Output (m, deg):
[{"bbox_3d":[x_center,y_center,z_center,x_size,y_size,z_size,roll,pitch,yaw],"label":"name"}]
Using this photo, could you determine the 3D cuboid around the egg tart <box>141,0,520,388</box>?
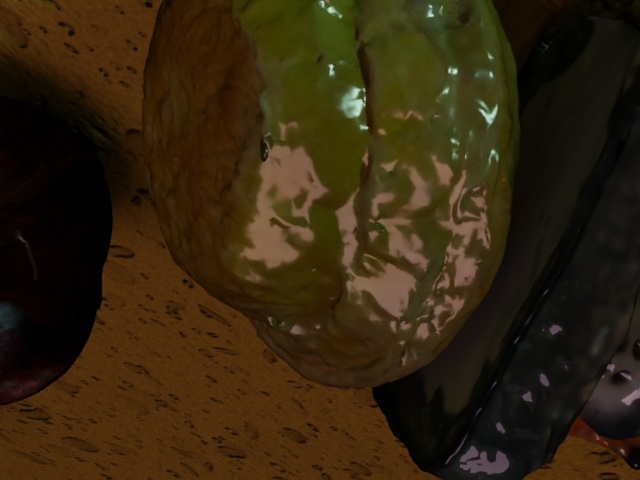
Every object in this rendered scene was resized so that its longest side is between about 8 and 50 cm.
[{"bbox_3d":[-0.024,-0.066,0.642,0.128,0.318,0.319,-5,167,-35],"label":"egg tart"}]

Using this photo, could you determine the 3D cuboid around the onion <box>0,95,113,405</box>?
[{"bbox_3d":[-0.287,0.010,0.980,0.221,0.281,0.281,-16,140,2],"label":"onion"}]

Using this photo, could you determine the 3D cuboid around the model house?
[{"bbox_3d":[0.220,0.045,0.675,0.301,0.271,0.190,23,-173,-20],"label":"model house"}]
